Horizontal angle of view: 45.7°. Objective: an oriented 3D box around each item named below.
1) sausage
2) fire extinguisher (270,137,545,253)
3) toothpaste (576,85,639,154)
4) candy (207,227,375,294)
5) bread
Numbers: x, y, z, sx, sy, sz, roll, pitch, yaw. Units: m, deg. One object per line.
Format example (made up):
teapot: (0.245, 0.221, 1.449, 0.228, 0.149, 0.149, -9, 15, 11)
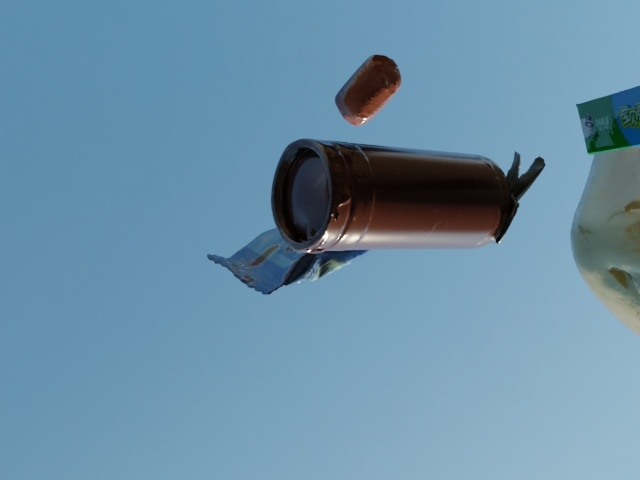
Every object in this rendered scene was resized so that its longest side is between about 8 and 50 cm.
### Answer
sausage: (0.062, -0.186, 0.948, 0.054, 0.059, 0.094, 44, -79, 6)
fire extinguisher: (0.094, -0.041, 0.688, 0.269, 0.105, 0.104, 0, -106, -35)
toothpaste: (0.286, -0.103, 0.553, 0.065, 0.267, 0.050, -16, -86, -10)
candy: (0.000, 0.000, 1.228, 0.331, 0.187, 0.077, -25, -61, -32)
bread: (0.500, -0.037, 0.941, 0.253, 0.348, 0.376, 60, -138, -26)
